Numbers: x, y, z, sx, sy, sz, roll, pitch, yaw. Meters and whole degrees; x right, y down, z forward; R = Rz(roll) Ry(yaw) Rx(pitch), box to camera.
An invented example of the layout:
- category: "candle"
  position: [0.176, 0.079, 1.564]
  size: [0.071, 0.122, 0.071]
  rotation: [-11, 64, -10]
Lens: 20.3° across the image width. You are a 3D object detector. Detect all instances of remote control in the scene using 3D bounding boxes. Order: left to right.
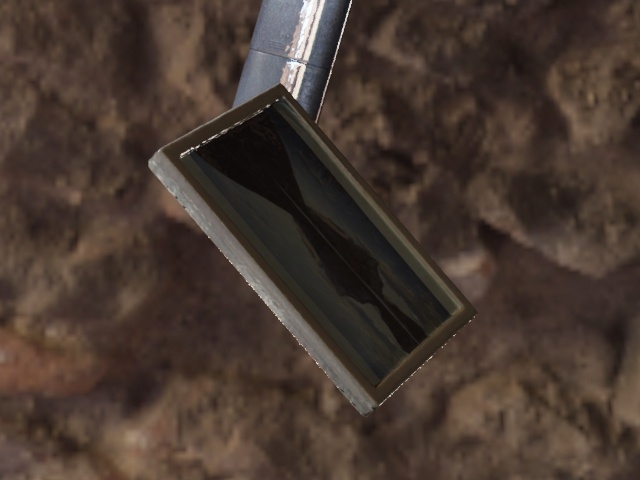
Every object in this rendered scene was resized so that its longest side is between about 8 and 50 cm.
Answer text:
- category: "remote control"
  position: [-0.021, -0.184, 1.621]
  size: [0.044, 0.377, 0.107]
  rotation: [13, 5, -40]

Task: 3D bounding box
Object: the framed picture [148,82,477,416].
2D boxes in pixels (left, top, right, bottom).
- category: "framed picture"
  position: [0.000, 0.000, 1.114]
  size: [0.015, 0.203, 0.150]
  rotation: [-43, -5, 37]
